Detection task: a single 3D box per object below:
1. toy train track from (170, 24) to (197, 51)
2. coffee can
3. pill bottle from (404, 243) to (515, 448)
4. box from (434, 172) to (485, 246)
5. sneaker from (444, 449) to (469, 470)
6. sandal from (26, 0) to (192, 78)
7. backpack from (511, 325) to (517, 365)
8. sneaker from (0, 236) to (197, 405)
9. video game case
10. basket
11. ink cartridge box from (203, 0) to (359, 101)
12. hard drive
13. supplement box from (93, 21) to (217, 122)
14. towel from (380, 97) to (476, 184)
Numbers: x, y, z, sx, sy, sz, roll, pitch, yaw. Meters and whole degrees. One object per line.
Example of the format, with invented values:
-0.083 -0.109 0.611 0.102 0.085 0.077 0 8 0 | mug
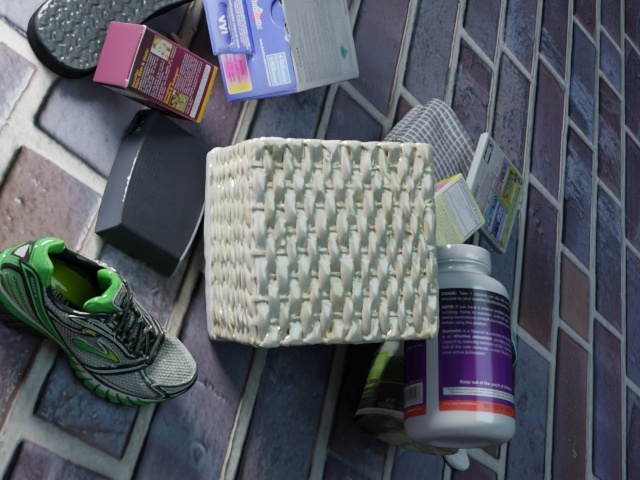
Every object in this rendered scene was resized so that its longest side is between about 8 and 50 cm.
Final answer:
-0.247 -0.374 1.625 0.048 0.014 0.083 50 43 -21 | toy train track
0.196 0.238 1.663 0.201 0.201 0.275 36 60 -32 | coffee can
0.230 0.178 1.484 0.181 0.181 0.323 22 61 -41 | pill bottle
0.175 -0.014 1.778 0.243 0.213 0.117 -34 100 -49 | box
0.278 0.406 1.826 0.053 0.061 0.152 -29 97 -52 | sneaker
-0.331 -0.431 1.507 0.446 0.107 0.167 -47 111 -34 | sandal
0.318 0.216 1.855 0.166 0.188 0.144 62 24 -5 | backpack
-0.302 0.122 1.241 0.343 0.146 0.134 39 48 -31 | sneaker
0.398 -0.107 2.036 0.193 0.023 0.212 42 58 -37 | video game case
0.000 0.000 1.408 0.328 0.266 0.331 -1 88 -20 | basket
-0.077 -0.404 1.609 0.395 0.151 0.270 -35 117 -66 | ink cartridge box
-0.261 -0.085 1.449 0.172 0.054 0.255 36 50 -33 | hard drive
-0.268 -0.273 1.448 0.188 0.080 0.104 20 86 -57 | supplement box
0.271 -0.160 2.024 0.284 0.121 0.235 56 42 -15 | towel
